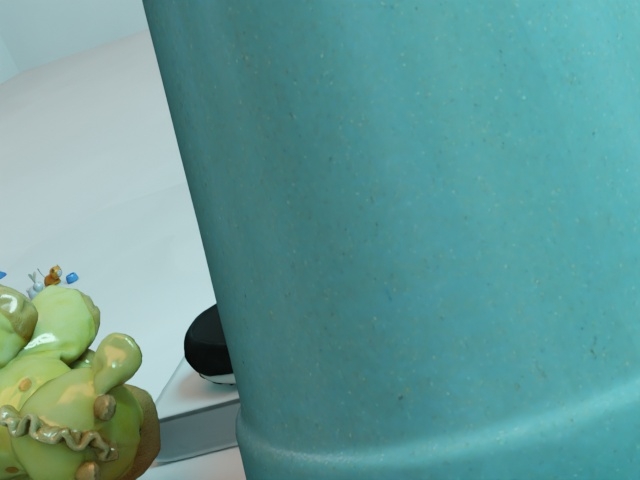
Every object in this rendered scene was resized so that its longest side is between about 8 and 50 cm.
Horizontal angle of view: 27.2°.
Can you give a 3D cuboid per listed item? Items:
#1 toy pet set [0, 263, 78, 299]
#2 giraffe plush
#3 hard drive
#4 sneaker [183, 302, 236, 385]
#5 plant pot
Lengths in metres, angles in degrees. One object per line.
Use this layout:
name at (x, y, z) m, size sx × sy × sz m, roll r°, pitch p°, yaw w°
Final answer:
toy pet set at (-0.369, 0.051, 1.539) m, size 0.114 × 0.065 × 0.122 m, roll -9°, pitch 23°, yaw 38°
giraffe plush at (-0.189, 0.124, 0.943) m, size 0.170 × 0.181 × 0.210 m, roll 4°, pitch 15°, yaw 35°
hard drive at (-0.010, 0.065, 1.103) m, size 0.203 × 0.040 × 0.307 m, roll -17°, pitch 19°, yaw 20°
sneaker at (0.000, 0.000, 0.944) m, size 0.283 × 0.124 × 0.107 m, roll -27°, pitch 28°, yaw 23°
plant pot at (0.075, -0.025, 0.704) m, size 0.341 × 0.334 × 0.341 m, roll -16°, pitch 11°, yaw 3°
